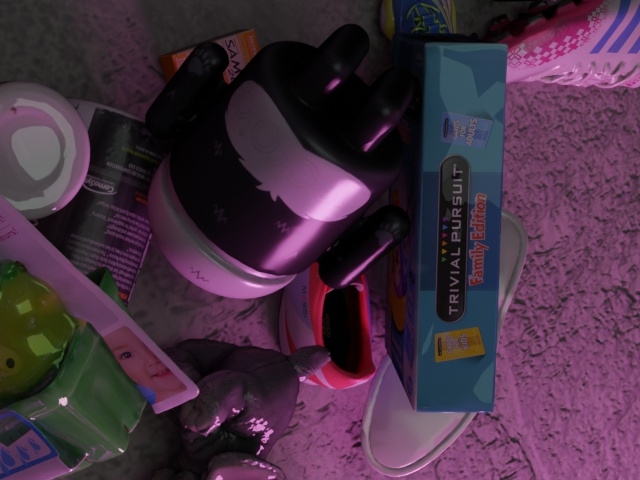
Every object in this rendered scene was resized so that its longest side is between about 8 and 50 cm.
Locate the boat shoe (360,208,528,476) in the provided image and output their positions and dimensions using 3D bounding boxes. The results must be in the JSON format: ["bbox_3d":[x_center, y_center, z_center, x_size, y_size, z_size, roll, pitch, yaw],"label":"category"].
[{"bbox_3d":[0.134,0.115,1.741,0.116,0.099,0.319,26,77,-2],"label":"boat shoe"}]

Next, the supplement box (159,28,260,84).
[{"bbox_3d":[-0.109,-0.176,1.633,0.098,0.036,0.062,-23,104,-26],"label":"supplement box"}]

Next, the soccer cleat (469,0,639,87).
[{"bbox_3d":[0.309,-0.222,1.814,0.331,0.116,0.143,-28,105,-25],"label":"soccer cleat"}]

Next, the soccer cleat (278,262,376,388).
[{"bbox_3d":[0.000,0.000,1.655,0.109,0.116,0.318,-12,99,-28],"label":"soccer cleat"}]

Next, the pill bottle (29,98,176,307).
[{"bbox_3d":[-0.231,-0.002,1.521,0.130,0.130,0.245,22,82,-28],"label":"pill bottle"}]

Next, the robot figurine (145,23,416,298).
[{"bbox_3d":[-0.036,-0.070,1.443,0.173,0.278,0.209,6,47,-48],"label":"robot figurine"}]

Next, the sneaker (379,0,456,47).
[{"bbox_3d":[0.129,-0.200,1.711,0.091,0.126,0.240,-2,94,-29],"label":"sneaker"}]

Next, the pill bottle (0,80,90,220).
[{"bbox_3d":[-0.300,-0.081,1.428,0.121,0.221,0.121,-2,93,-29],"label":"pill bottle"}]

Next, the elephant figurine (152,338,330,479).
[{"bbox_3d":[-0.108,0.229,1.607,0.169,0.186,0.239,-28,122,-62],"label":"elephant figurine"}]

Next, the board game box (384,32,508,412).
[{"bbox_3d":[0.115,-0.028,1.535,0.079,0.254,0.336,0,99,-4],"label":"board game box"}]

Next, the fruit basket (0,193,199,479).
[{"bbox_3d":[-0.328,0.074,1.340,0.353,0.327,0.165,43,40,-30],"label":"fruit basket"}]
